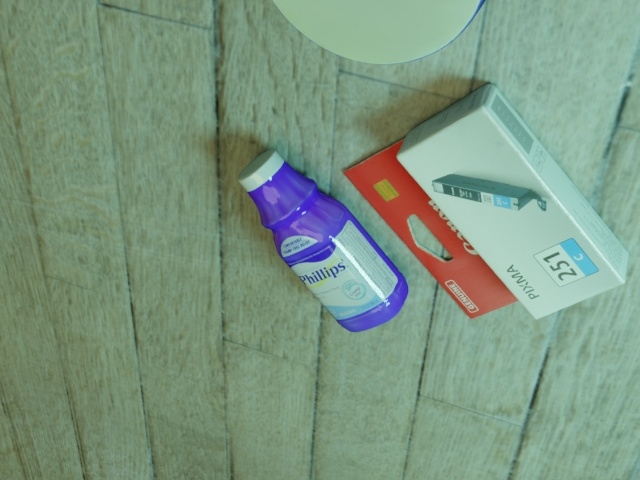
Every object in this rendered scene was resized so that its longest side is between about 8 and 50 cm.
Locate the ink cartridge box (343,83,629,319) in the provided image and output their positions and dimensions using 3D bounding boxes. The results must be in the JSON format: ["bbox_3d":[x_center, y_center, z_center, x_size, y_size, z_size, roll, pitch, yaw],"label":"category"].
[{"bbox_3d":[0.200,-0.020,1.254,0.261,0.066,0.296,-29,111,39],"label":"ink cartridge box"}]

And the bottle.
[{"bbox_3d":[0.000,0.000,1.349,0.118,0.092,0.283,-23,115,40],"label":"bottle"}]

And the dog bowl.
[{"bbox_3d":[0.064,-0.324,1.031,0.265,0.104,0.265,14,133,15],"label":"dog bowl"}]
